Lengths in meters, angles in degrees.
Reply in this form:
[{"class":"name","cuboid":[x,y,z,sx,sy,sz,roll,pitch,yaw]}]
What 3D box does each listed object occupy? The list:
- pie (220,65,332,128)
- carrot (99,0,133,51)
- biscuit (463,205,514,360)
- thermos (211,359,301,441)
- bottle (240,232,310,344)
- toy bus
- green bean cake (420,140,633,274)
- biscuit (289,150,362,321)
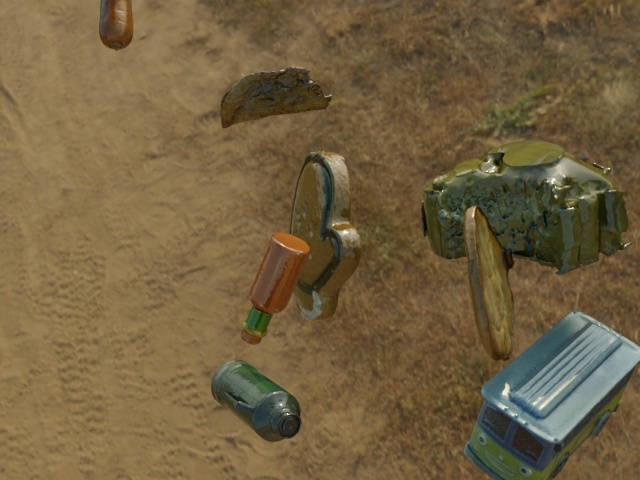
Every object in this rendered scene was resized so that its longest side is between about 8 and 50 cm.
[{"class":"pie","cuboid":[-0.069,-0.209,1.192,0.170,0.092,0.034,-8,48,4]},{"class":"carrot","cuboid":[-0.222,-0.300,0.916,0.037,0.037,0.190,-5,75,19]},{"class":"biscuit","cuboid":[0.270,0.069,1.322,0.041,0.260,0.203,-9,16,29]},{"class":"thermos","cuboid":[-0.086,0.220,1.140,0.073,0.083,0.188,-41,25,-18]},{"class":"bottle","cuboid":[-0.079,0.081,1.303,0.069,0.069,0.187,42,115,41]},{"class":"toy bus","cuboid":[0.402,0.279,1.426,0.152,0.190,0.312,35,46,31]},{"class":"green bean cake","cuboid":[0.355,-0.063,1.474,0.285,0.202,0.310,-17,19,-24]},{"class":"biscuit","cuboid":[-0.002,0.000,1.627,0.057,0.343,0.287,1,18,-22]}]
